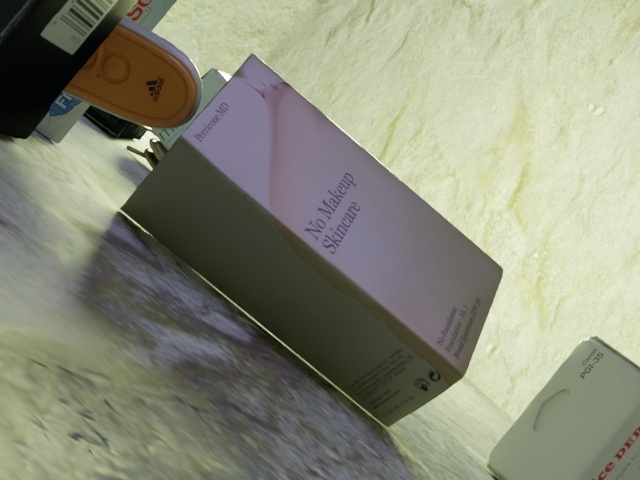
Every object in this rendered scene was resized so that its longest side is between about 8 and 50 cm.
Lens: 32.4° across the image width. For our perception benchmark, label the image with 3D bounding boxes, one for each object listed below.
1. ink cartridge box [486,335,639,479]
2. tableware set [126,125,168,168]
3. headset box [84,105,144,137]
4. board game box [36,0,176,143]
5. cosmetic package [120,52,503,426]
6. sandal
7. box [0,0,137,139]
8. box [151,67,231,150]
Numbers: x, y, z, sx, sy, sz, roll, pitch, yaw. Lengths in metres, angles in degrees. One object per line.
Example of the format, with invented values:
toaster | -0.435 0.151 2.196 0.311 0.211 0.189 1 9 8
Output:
ink cartridge box | 0.363 0.275 1.336 0.283 0.207 0.117 38 1 -39
tableware set | -0.185 -0.087 1.506 0.128 0.039 0.194 53 12 21
headset box | -0.321 -0.267 1.544 0.246 0.131 0.283 39 2 -6
board game box | -0.241 -0.299 1.063 0.318 0.318 0.066 41 2 39
cosmetic package | 0.000 0.000 0.978 0.309 0.113 0.160 40 42 -10
sandal | -0.225 -0.163 0.896 0.265 0.102 0.076 22 20 3
box | -0.285 -0.307 0.751 0.395 0.293 0.212 41 1 -2
box | -0.075 -0.095 1.523 0.231 0.127 0.262 51 11 13
